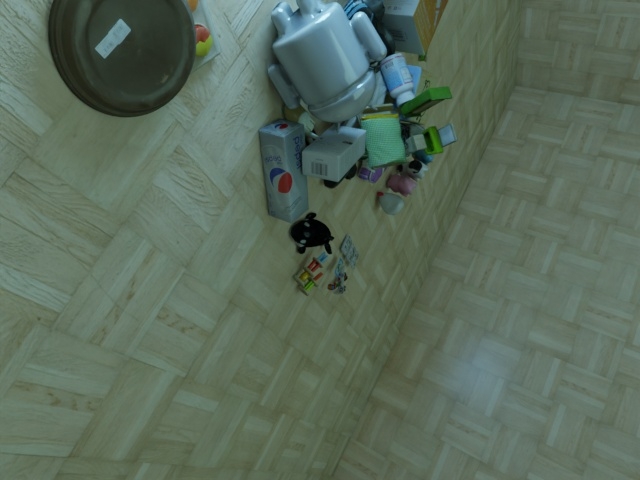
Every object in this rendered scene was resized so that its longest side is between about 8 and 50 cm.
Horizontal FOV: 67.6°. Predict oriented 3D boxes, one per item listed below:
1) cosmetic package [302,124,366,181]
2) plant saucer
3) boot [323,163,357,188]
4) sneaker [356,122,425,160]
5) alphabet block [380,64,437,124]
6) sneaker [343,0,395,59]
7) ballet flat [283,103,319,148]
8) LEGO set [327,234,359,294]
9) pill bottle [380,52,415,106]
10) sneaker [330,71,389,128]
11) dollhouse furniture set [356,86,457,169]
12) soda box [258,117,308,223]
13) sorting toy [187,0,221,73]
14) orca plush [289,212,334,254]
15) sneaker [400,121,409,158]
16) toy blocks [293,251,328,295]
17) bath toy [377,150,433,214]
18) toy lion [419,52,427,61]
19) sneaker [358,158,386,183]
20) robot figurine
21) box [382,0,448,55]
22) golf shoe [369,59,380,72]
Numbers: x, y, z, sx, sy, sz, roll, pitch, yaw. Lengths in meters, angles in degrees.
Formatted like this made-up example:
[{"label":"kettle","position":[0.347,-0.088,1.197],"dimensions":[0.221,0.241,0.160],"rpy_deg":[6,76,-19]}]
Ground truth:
[{"label":"cosmetic package","position":[0.044,-0.264,1.417],"dimensions":[0.231,0.117,0.085],"rpy_deg":[-54,152,-49]},{"label":"plant saucer","position":[-0.334,-0.353,0.856],"dimensions":[0.278,0.041,0.278],"rpy_deg":[-34,140,-34]},{"label":"boot","position":[0.085,-0.238,1.736],"dimensions":[0.198,0.077,0.137],"rpy_deg":[-57,156,-21]},{"label":"sneaker","position":[0.250,-0.354,1.685],"dimensions":[0.343,0.146,0.134],"rpy_deg":[-16,91,-31]},{"label":"alphabet block","position":[0.295,-0.544,1.773],"dimensions":[0.197,0.193,0.192],"rpy_deg":[-15,123,-58]},{"label":"sneaker","position":[0.142,-0.662,1.527],"dimensions":[0.139,0.125,0.341],"rpy_deg":[-41,159,8]},{"label":"ballet flat","position":[-0.039,-0.331,1.431],"dimensions":[0.080,0.073,0.232],"rpy_deg":[-59,151,-15]},{"label":"LEGO set","position":[0.085,0.119,2.032],"dimensions":[0.244,0.060,0.182],"rpy_deg":[-67,151,-24]},{"label":"pill bottle","position":[0.265,-0.541,1.622],"dimensions":[0.087,0.087,0.160],"rpy_deg":[-22,93,-56]},{"label":"sneaker","position":[0.146,-0.445,1.610],"dimensions":[0.152,0.114,0.305],"rpy_deg":[46,66,-34]},{"label":"dollhouse furniture set","position":[0.286,-0.360,1.531],"dimensions":[0.301,0.151,0.197],"rpy_deg":[-17,90,-33]},{"label":"soda box","position":[-0.101,-0.197,1.388],"dimensions":[0.098,0.091,0.286],"rpy_deg":[-43,143,-41]},{"label":"sorting toy","position":[-0.284,-0.420,0.950],"dimensions":[0.208,0.038,0.193],"rpy_deg":[-53,149,-30]},{"label":"orca plush","position":[0.000,0.000,1.703],"dimensions":[0.151,0.102,0.287],"rpy_deg":[-64,153,-11]},{"label":"sneaker","position":[0.366,-0.492,2.058],"dimensions":[0.123,0.106,0.290],"rpy_deg":[43,60,-57]},{"label":"toy blocks","position":[-0.022,0.120,1.768],"dimensions":[0.148,0.054,0.123],"rpy_deg":[-44,146,-18]},{"label":"bath toy","position":[0.372,-0.274,2.187],"dimensions":[0.348,0.129,0.151],"rpy_deg":[-56,-173,-16]},{"label":"toy lion","position":[0.439,-0.825,2.028],"dimensions":[0.100,0.034,0.096],"rpy_deg":[41,64,-62]},{"label":"sneaker","position":[0.201,-0.323,1.860],"dimensions":[0.161,0.102,0.282],"rpy_deg":[-57,151,-15]},{"label":"robot figurine","position":[0.014,-0.454,1.225],"dimensions":[0.353,0.300,0.200],"rpy_deg":[56,25,-28]},{"label":"box","position":[0.328,-0.857,1.640],"dimensions":[0.215,0.168,0.345],"rpy_deg":[32,80,-63]},{"label":"golf shoe","position":[0.137,-0.562,1.487],"dimensions":[0.198,0.094,0.077],"rpy_deg":[29,47,-81]}]
